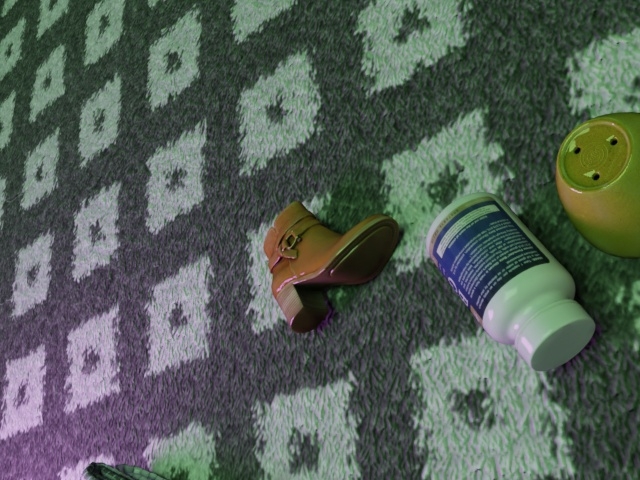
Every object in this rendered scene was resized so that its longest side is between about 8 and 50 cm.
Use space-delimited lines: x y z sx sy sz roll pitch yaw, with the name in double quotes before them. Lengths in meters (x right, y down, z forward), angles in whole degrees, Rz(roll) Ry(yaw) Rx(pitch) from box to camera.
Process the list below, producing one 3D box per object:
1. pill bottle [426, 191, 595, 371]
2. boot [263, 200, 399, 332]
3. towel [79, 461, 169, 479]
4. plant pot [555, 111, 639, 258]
"pill bottle" 0.180 0.039 0.718 0.094 0.094 0.169 -50 46 20
"boot" 0.000 0.000 0.937 0.197 0.073 0.152 -45 44 21
"towel" -0.243 0.439 0.979 0.283 0.121 0.235 6 80 47
"plant pot" 0.264 -0.061 0.669 0.134 0.095 0.134 -19 62 39
